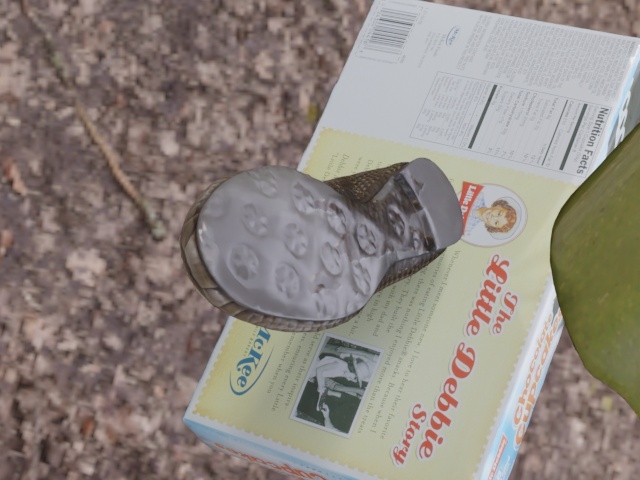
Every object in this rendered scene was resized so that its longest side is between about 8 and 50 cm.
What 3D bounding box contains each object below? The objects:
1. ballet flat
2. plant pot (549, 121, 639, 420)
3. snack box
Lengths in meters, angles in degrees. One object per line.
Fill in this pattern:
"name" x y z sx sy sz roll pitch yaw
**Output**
"ballet flat" 0.000 0.000 0.678 0.250 0.058 0.084 -20 87 -60
"plant pot" 0.237 -0.016 0.508 0.276 0.254 0.276 29 39 -26
"snack box" 0.066 0.004 0.825 0.321 0.187 0.060 -66 154 -19
